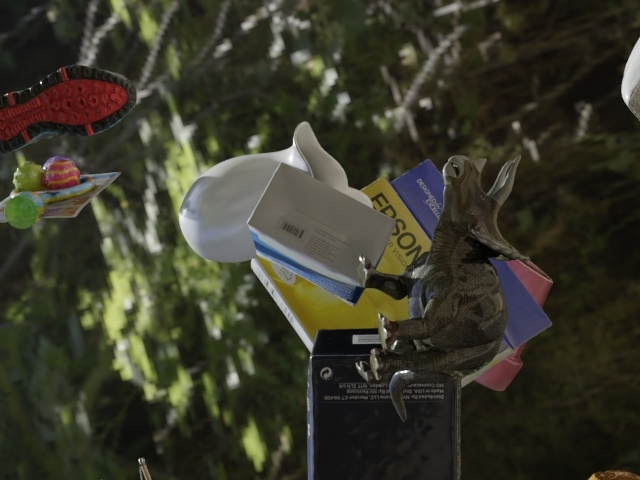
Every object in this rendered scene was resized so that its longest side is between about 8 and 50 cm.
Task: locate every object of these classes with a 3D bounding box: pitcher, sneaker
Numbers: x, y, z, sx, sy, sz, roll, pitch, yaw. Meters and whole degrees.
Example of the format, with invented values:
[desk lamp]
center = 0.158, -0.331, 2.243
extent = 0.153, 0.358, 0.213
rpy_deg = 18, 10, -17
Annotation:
[pitcher]
center = -0.055, -0.039, 1.815
extent = 0.178, 0.207, 0.125
rpy_deg = 42, -146, -35
[sneaker]
center = -0.377, -0.205, 2.152
extent = 0.125, 0.262, 0.104
rpy_deg = -39, -63, -64

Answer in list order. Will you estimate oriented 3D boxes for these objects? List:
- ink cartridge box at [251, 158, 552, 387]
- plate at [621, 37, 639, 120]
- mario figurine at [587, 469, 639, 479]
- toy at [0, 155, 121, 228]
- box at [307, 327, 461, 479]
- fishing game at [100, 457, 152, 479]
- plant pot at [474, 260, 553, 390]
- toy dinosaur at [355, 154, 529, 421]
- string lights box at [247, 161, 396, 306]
[ink cartridge box]
center = 0.115, 0.071, 2.011
extent = 0.303, 0.307, 0.072
rpy_deg = 54, 170, 13
[plate]
center = 0.471, -0.271, 1.880
extent = 0.045, 0.278, 0.277
rpy_deg = 32, -177, 23
[mario figurine]
center = 0.249, 0.372, 1.317
extent = 0.198, 0.170, 0.320
rpy_deg = -44, -22, -72
[toy]
center = -0.356, -0.075, 1.900
extent = 0.237, 0.137, 0.056
rpy_deg = -72, -23, -71
[box]
center = 0.076, 0.264, 1.768
extent = 0.296, 0.183, 0.294
rpy_deg = -44, -48, -87
[fishing game]
center = -0.304, 0.441, 2.129
extent = 0.041, 0.264, 0.189
rpy_deg = 5, -133, -38
[plant pot]
center = 0.245, 0.096, 2.192
extent = 0.201, 0.180, 0.201
rpy_deg = 34, -172, -5
[toy dinosaur]
center = 0.120, 0.079, 1.385
extent = 0.121, 0.160, 0.313
rpy_deg = -114, 19, -52
[string lights box]
center = 0.000, 0.000, 1.566
extent = 0.076, 0.133, 0.259
rpy_deg = -62, -3, -7
